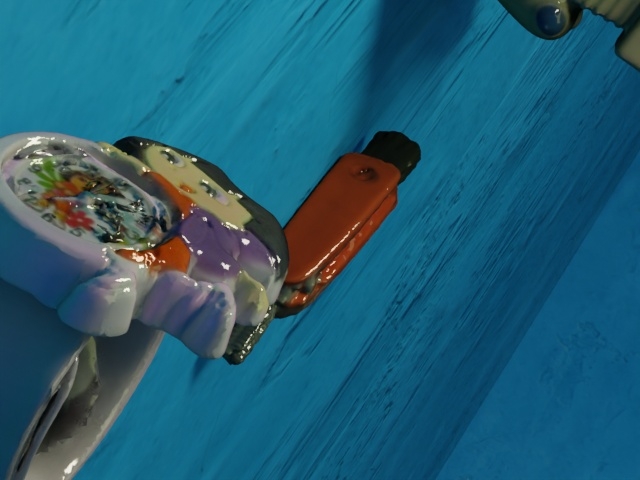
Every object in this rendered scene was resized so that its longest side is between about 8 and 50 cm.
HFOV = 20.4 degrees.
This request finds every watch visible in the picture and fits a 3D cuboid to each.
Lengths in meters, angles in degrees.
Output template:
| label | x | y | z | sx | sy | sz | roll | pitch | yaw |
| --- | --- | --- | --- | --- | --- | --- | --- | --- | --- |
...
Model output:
| label | x | y | z | sx | sy | sz | roll | pitch | yaw |
| --- | --- | --- | --- | --- | --- | --- | --- | --- | --- |
| watch | -0.150 | 0.063 | 1.132 | 0.231 | 0.196 | 0.244 | -64 | 169 | 24 |

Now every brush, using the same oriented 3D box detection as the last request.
| label | x | y | z | sx | sy | sz | roll | pitch | yaw |
| --- | --- | --- | --- | --- | --- | --- | --- | --- | --- |
| brush | 0.000 | 0.000 | 1.706 | 0.323 | 0.070 | 0.051 | -53 | 156 | -33 |

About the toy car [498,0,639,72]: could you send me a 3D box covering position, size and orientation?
| label | x | y | z | sx | sy | sz | roll | pitch | yaw |
| --- | --- | --- | --- | --- | --- | --- | --- | --- | --- |
| toy car | 0.281 | -0.304 | 1.730 | 0.242 | 0.226 | 0.336 | -53 | 178 | 14 |
